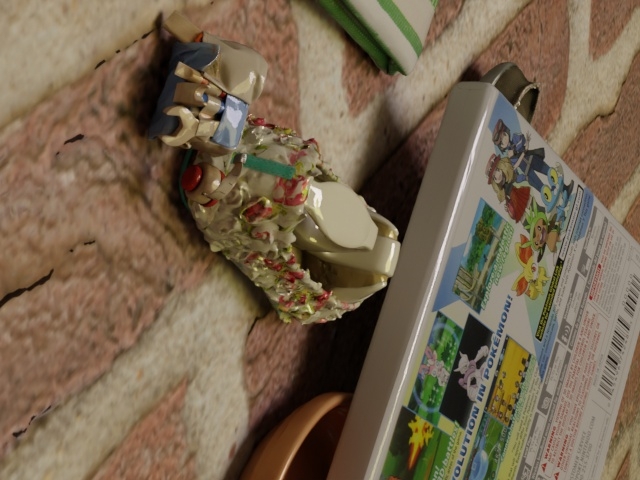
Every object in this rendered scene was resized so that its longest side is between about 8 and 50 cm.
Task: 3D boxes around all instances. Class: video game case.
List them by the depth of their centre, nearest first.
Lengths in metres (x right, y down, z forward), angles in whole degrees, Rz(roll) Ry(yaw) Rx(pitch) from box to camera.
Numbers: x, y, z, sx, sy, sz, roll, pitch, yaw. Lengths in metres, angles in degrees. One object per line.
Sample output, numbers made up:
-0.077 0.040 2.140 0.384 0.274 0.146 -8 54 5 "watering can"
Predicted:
0.124 0.105 1.030 0.300 0.036 0.329 38 66 -49 "video game case"

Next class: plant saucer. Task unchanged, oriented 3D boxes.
-0.016 0.189 0.930 0.200 0.037 0.200 11 90 -67 "plant saucer"

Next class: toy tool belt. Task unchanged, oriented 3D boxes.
-0.062 -0.063 0.711 0.051 0.052 0.083 24 71 -34 "toy tool belt"

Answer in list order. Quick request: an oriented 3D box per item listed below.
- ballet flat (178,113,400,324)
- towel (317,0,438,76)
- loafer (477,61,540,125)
0.000 0.000 0.834 0.241 0.077 0.091 33 68 -66 "ballet flat"
0.050 -0.281 0.888 0.248 0.038 0.325 32 68 -67 "towel"
0.141 -0.008 1.144 0.094 0.087 0.251 -3 102 -67 "loafer"
